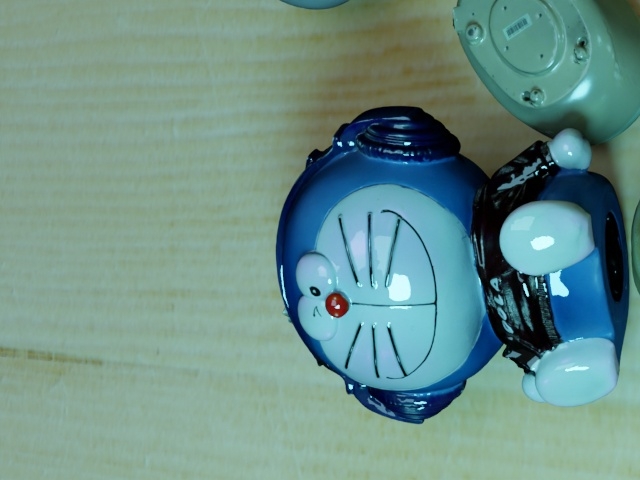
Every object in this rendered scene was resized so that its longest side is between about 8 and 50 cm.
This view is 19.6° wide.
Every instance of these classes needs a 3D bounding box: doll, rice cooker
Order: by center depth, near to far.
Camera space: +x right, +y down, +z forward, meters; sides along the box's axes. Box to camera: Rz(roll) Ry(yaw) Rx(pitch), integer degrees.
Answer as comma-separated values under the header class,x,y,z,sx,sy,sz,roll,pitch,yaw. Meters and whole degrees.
class,x,y,z,sx,sy,sz,roll,pitch,yaw
doll,0.107,0.023,1.618,0.310,0.240,0.284,-4,106,21
rice cooker,0.205,-0.179,1.642,0.145,0.127,0.206,-44,67,22

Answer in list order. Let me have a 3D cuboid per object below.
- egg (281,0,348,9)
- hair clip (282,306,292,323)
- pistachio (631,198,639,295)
class,x,y,z,sx,sy,sz,roll,pitch,yaw
egg,-0.019,-0.315,1.822,0.146,0.146,0.199,-41,53,24
hair clip,-0.001,0.000,1.816,0.049,0.049,0.173,20,88,38
pistachio,0.319,0.007,1.532,0.124,0.124,0.185,-13,65,35
